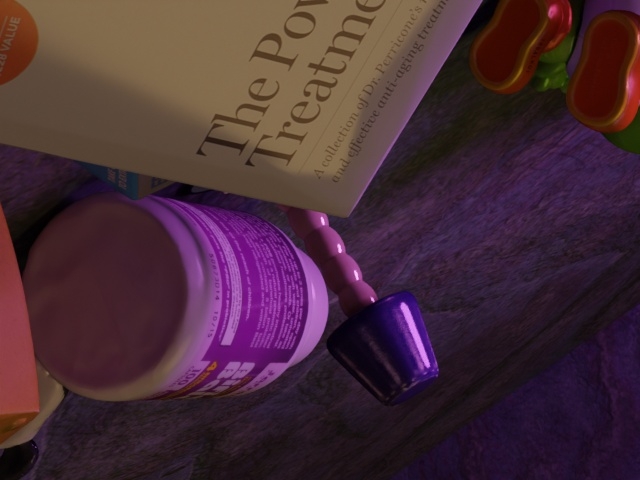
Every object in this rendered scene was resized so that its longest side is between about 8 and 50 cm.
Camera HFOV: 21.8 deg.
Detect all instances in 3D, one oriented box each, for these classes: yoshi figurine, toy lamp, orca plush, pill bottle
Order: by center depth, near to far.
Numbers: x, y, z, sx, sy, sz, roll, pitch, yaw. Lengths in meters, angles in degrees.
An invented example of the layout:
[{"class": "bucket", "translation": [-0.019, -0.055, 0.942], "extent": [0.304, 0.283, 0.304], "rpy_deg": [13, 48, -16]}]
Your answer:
[{"class": "toy lamp", "translation": [0.000, 0.000, 1.270], "extent": [0.080, 0.275, 0.080], "rpy_deg": [-28, 163, -9]}, {"class": "pill bottle", "translation": [-0.108, 0.052, 1.421], "extent": [0.169, 0.169, 0.301], "rpy_deg": [-37, 163, 18]}, {"class": "orca plush", "translation": [-0.309, 0.144, 1.459], "extent": [0.287, 0.151, 0.102], "rpy_deg": [-46, -171, 34]}, {"class": "yoshi figurine", "translation": [0.285, -0.147, 1.545], "extent": [0.203, 0.203, 0.362], "rpy_deg": [-23, 173, 34]}]

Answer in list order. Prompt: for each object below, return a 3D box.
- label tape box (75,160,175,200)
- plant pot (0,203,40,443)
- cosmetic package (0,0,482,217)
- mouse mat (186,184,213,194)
[{"class": "label tape box", "translation": [-0.087, -0.134, 1.026], "extent": [0.333, 0.106, 0.240], "rpy_deg": [-27, 163, -17]}, {"class": "plant pot", "translation": [-0.311, 0.075, 1.093], "extent": [0.212, 0.187, 0.212], "rpy_deg": [-37, 164, 19]}, {"class": "cosmetic package", "translation": [-0.032, -0.198, 0.625], "extent": [0.284, 0.097, 0.377], "rpy_deg": [12, 125, -29]}, {"class": "mouse mat", "translation": [-0.018, -0.103, 1.418], "extent": [0.152, 0.007, 0.190], "rpy_deg": [-15, 156, -45]}]
